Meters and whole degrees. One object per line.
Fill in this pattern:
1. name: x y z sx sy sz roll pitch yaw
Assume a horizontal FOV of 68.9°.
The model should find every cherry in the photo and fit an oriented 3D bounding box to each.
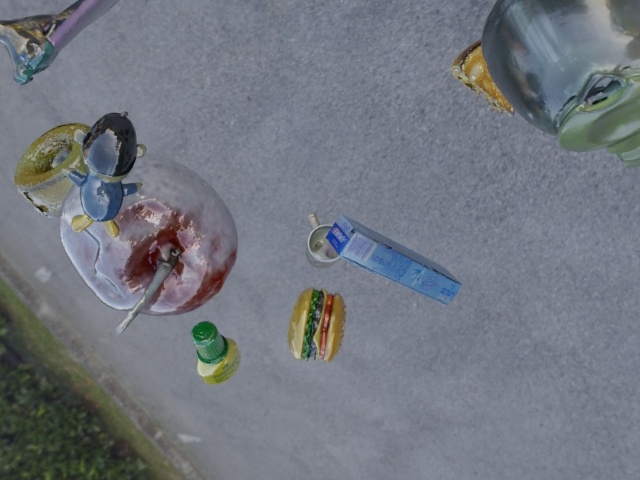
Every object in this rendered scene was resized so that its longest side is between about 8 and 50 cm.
1. cherry: -0.331 -0.016 0.873 0.334 0.292 0.326 30 170 23

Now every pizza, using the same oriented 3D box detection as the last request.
1. pizza: 0.617 -0.601 1.644 0.287 0.251 0.074 36 175 -17

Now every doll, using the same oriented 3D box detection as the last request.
1. doll: -0.289 -0.092 0.628 0.179 0.101 0.089 -62 39 22

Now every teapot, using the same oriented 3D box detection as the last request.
1. teapot: 0.386 -0.231 0.696 0.239 0.240 0.322 -13 154 12

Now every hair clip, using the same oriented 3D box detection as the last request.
1. hair clip: -0.407 -0.390 0.792 0.095 0.359 0.110 21 137 2

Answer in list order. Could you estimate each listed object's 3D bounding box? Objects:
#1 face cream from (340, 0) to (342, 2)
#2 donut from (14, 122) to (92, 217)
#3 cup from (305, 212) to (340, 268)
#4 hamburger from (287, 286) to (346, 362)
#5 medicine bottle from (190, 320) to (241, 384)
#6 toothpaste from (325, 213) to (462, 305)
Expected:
1. face cream: 0.057 -0.747 1.229 0.058 0.092 0.244 -4 171 -1
2. donut: -0.671 -0.196 1.211 0.271 0.272 0.107 17 162 27
3. cup: -0.004 0.007 0.915 0.102 0.074 0.099 38 165 4
4. hamburger: -0.006 0.178 0.974 0.114 0.162 0.162 10 133 4
5. medicine bottle: -0.244 0.260 1.080 0.076 0.111 0.309 39 156 15
6. toothpaste: 0.132 0.039 0.789 0.272 0.053 0.066 24 -165 -34
